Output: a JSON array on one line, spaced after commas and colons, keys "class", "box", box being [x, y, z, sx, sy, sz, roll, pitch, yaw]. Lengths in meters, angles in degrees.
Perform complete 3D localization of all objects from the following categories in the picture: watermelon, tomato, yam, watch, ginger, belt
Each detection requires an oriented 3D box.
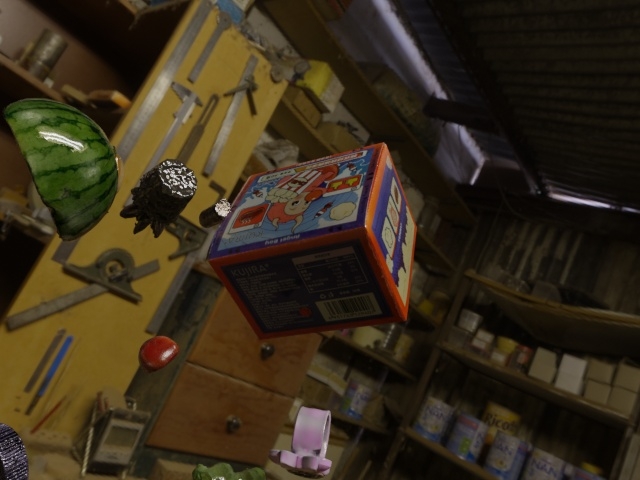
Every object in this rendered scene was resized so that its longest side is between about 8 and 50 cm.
[{"class": "watermelon", "box": [-0.560, -0.172, 1.150, 0.331, 0.189, 0.331, 59, -15, 25]}, {"class": "tomato", "box": [-0.566, 0.381, 1.731, 0.159, 0.139, 0.091, -5, -61, 53]}, {"class": "yam", "box": [-0.386, -0.096, 1.845, 0.079, 0.079, 0.141, 33, -31, -29]}, {"class": "watch", "box": [-0.048, 0.671, 1.696, 0.210, 0.218, 0.249, 5, -34, 11]}, {"class": "ginger", "box": [-0.328, 0.868, 1.835, 0.289, 0.089, 0.137, 16, -2, -22]}, {"class": "belt", "box": [-1.174, 0.821, 1.810, 0.259, 0.325, 0.122, 13, 12, 21]}]

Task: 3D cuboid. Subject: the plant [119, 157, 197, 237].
[{"class": "plant", "box": [-0.568, -0.150, 1.764, 0.181, 0.194, 0.320, 35, -46, -28]}]

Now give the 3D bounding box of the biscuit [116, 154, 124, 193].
[{"class": "biscuit", "box": [-0.629, -0.176, 1.411, 0.170, 0.171, 0.050, 20, -1, 29]}]

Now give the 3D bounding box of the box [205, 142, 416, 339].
[{"class": "box", "box": [0.000, 0.000, 1.087, 0.348, 0.319, 0.257, -11, -55, 24]}]
